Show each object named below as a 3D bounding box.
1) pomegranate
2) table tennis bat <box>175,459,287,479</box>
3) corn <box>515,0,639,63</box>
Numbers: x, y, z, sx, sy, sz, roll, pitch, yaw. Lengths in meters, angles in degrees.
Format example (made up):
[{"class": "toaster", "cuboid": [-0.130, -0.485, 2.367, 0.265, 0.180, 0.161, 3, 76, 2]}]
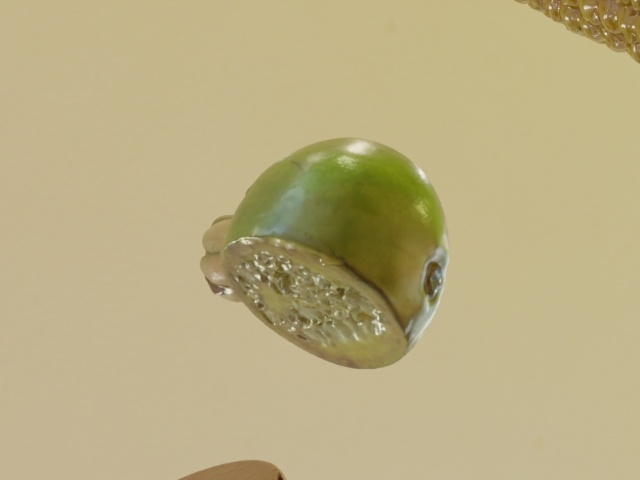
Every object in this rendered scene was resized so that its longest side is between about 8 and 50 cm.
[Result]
[{"class": "pomegranate", "cuboid": [0.013, 0.007, 1.173, 0.190, 0.241, 0.159, 34, -122, -9]}, {"class": "table tennis bat", "cuboid": [-0.150, 0.233, 1.038, 0.200, 0.310, 0.038, -38, -76, -47]}, {"class": "corn", "cuboid": [0.173, -0.128, 0.597, 0.120, 0.363, 0.120, -28, -45, -32]}]
